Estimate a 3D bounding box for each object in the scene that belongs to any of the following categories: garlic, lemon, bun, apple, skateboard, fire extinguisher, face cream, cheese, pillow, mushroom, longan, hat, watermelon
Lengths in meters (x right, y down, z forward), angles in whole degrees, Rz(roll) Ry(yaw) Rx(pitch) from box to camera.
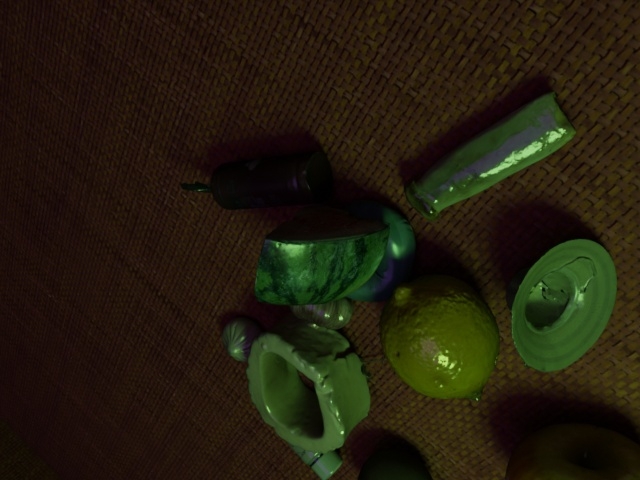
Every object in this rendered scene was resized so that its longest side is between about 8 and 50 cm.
[{"bbox_3d":[0.001,0.160,1.075,0.159,0.147,0.101,21,83,-10],"label":"garlic"},{"bbox_3d":[0.233,0.182,0.904,0.229,0.228,0.253,-20,98,33],"label":"lemon"},{"bbox_3d":[-0.229,0.290,1.280,0.138,0.094,0.138,13,116,27],"label":"bun"},{"bbox_3d":[0.511,0.497,0.873,0.286,0.286,0.232,-4,109,29],"label":"apple"},{"bbox_3d":[0.135,0.316,1.137,0.083,0.032,0.063,-24,108,36],"label":"skateboard"},{"bbox_3d":[-0.150,-0.131,1.031,0.338,0.135,0.114,-2,85,29],"label":"fire extinguisher"},{"bbox_3d":[-0.068,0.549,1.322,0.314,0.089,0.143,44,124,18],"label":"face cream"},{"bbox_3d":[-0.034,0.355,1.153,0.293,0.153,0.331,6,116,35],"label":"cheese"},{"bbox_3d":[0.099,0.026,0.990,0.214,0.086,0.233,8,115,19],"label":"pillow"},{"bbox_3d":[0.293,-0.142,0.826,0.312,0.081,0.099,-33,96,30],"label":"mushroom"},{"bbox_3d":[0.190,0.632,1.151,0.198,0.198,0.212,43,132,6],"label":"longan"},{"bbox_3d":[0.412,0.107,0.841,0.110,0.252,0.251,-146,43,-65],"label":"hat"},{"bbox_3d":[-0.027,0.018,0.922,0.201,0.262,0.212,58,140,41],"label":"watermelon"}]
